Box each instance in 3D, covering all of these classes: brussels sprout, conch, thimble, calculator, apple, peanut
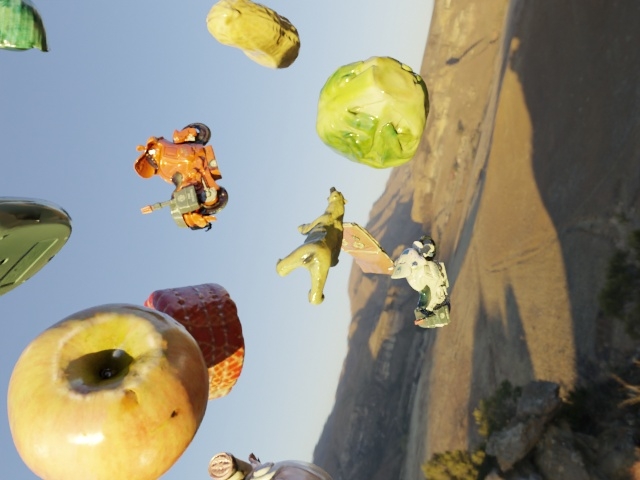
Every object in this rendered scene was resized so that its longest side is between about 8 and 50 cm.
[{"bbox_3d":[0.093,-0.229,0.999,0.223,0.223,0.161,93,-172,-51],"label":"brussels sprout"},{"bbox_3d":[-0.706,-0.470,1.199,0.196,0.203,0.134,-138,39,-60],"label":"conch"},{"bbox_3d":[-0.386,0.304,1.630,0.350,0.231,0.349,2,92,59],"label":"thimble"},{"bbox_3d":[-0.386,0.023,0.623,0.185,0.041,0.299,-43,0,4],"label":"calculator"},{"bbox_3d":[-0.432,0.328,1.146,0.391,0.392,0.346,-68,-6,-48],"label":"apple"},{"bbox_3d":[-0.157,-0.512,1.373,0.306,0.147,0.146,-6,-71,-66],"label":"peanut"}]

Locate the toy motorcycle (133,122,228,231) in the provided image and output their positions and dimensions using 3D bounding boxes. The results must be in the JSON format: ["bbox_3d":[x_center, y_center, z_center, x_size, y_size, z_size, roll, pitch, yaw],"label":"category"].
[{"bbox_3d":[-0.372,-0.170,1.464,0.147,0.222,0.325,75,176,-62],"label":"toy motorcycle"}]

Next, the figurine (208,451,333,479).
[{"bbox_3d":[-0.105,0.633,1.349,0.211,0.362,0.253,-36,-66,-42],"label":"figurine"}]

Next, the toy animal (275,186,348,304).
[{"bbox_3d":[0.000,0.000,0.977,0.101,0.103,0.218,-64,-2,39],"label":"toy animal"}]

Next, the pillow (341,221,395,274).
[{"bbox_3d":[0.106,0.021,1.422,0.232,0.126,0.043,43,-118,-35],"label":"pillow"}]

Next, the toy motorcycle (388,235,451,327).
[{"bbox_3d":[0.242,0.106,1.309,0.150,0.102,0.221,-17,-86,-36],"label":"toy motorcycle"}]
